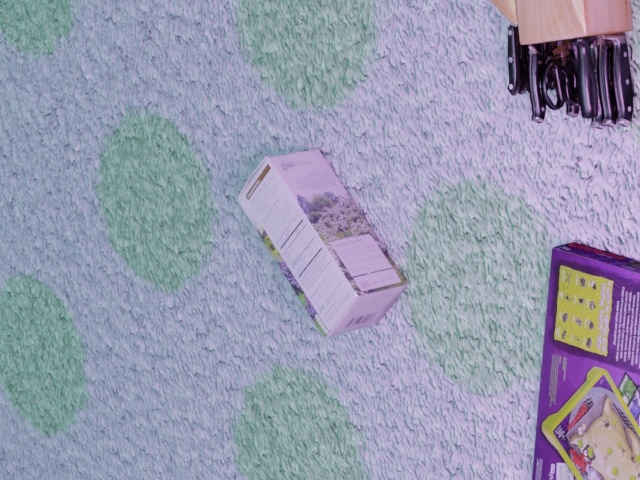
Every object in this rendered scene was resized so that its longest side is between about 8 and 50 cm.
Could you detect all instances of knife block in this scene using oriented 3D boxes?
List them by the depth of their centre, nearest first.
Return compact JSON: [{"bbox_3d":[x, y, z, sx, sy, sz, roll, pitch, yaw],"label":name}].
[{"bbox_3d":[0.290,-0.266,1.898,0.242,0.088,0.275,50,130,26],"label":"knife block"}]

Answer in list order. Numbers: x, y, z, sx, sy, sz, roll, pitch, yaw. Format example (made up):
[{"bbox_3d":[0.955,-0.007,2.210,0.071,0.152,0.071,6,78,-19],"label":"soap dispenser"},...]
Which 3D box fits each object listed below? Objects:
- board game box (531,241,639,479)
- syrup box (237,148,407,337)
[{"bbox_3d":[0.341,0.192,1.975,0.208,0.056,0.346,21,114,47],"label":"board game box"},{"bbox_3d":[0.000,0.000,2.261,0.237,0.093,0.096,56,134,22],"label":"syrup box"}]
